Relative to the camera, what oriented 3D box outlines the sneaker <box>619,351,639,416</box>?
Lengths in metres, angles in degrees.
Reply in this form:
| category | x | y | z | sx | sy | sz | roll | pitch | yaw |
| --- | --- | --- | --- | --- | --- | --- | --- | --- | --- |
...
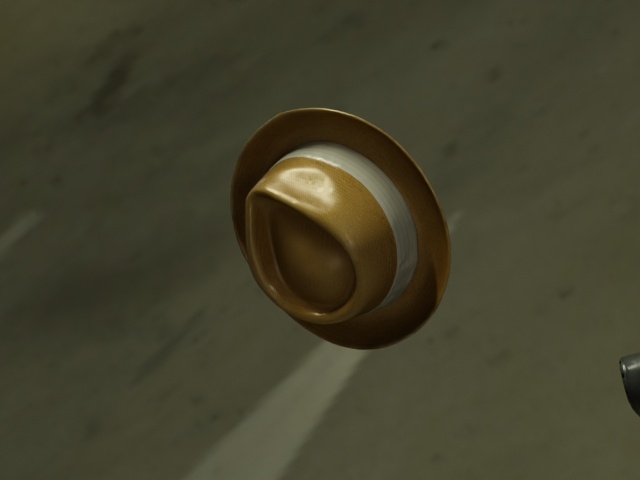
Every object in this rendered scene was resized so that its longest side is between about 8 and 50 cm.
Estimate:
| category | x | y | z | sx | sy | sz | roll | pitch | yaw |
| --- | --- | --- | --- | --- | --- | --- | --- | --- | --- |
| sneaker | 0.242 | 0.086 | 1.213 | 0.089 | 0.170 | 0.051 | -20 | 67 | 19 |

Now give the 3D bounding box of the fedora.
| category | x | y | z | sx | sy | sz | roll | pitch | yaw |
| --- | --- | --- | --- | --- | --- | --- | --- | --- | --- |
| fedora | 0.000 | 0.000 | 1.451 | 0.194 | 0.194 | 0.079 | -24 | 4 | 34 |
